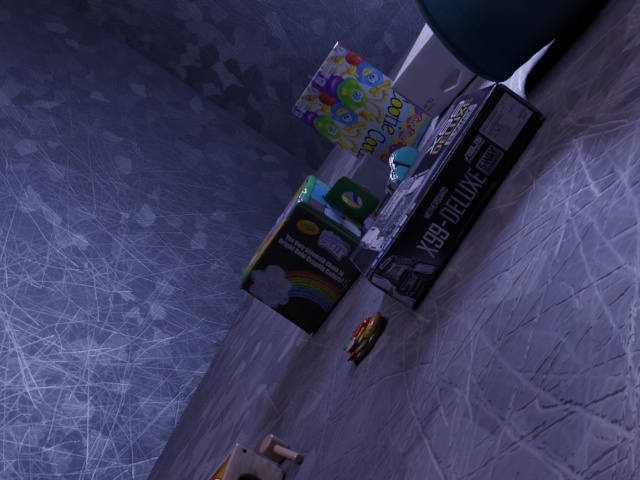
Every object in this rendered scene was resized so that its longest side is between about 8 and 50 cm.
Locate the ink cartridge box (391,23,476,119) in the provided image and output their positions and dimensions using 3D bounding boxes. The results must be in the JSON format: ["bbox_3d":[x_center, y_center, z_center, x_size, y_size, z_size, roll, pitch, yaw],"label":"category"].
[{"bbox_3d":[0.300,-0.450,1.777,0.226,0.131,0.306,-49,9,48],"label":"ink cartridge box"}]

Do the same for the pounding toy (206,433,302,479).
[{"bbox_3d":[-0.110,0.337,1.135,0.181,0.094,0.206,-53,8,28],"label":"pounding toy"}]

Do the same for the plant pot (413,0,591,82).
[{"bbox_3d":[0.296,-0.411,1.168,0.255,0.271,0.271,-32,21,37],"label":"plant pot"}]

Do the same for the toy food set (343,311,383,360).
[{"bbox_3d":[0.062,0.138,1.162,0.082,0.020,0.083,-57,7,-4],"label":"toy food set"}]

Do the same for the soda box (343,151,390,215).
[{"bbox_3d":[0.056,-0.049,1.787,0.286,0.091,0.098,-58,8,-11],"label":"soda box"}]

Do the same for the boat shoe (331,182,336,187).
[{"bbox_3d":[0.029,-0.035,1.910,0.267,0.096,0.088,-61,12,-22],"label":"boat shoe"}]

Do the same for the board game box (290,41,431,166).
[{"bbox_3d":[0.097,-0.295,1.861,0.142,0.275,0.144,-61,8,-29],"label":"board game box"}]

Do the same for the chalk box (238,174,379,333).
[{"bbox_3d":[0.000,0.000,1.592,0.289,0.180,0.179,-53,8,21],"label":"chalk box"}]

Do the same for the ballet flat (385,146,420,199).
[{"bbox_3d":[0.156,-0.124,1.569,0.070,0.070,0.188,-53,4,29],"label":"ballet flat"}]

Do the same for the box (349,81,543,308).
[{"bbox_3d":[0.165,-0.067,1.148,0.307,0.077,0.242,-56,6,3],"label":"box"}]
